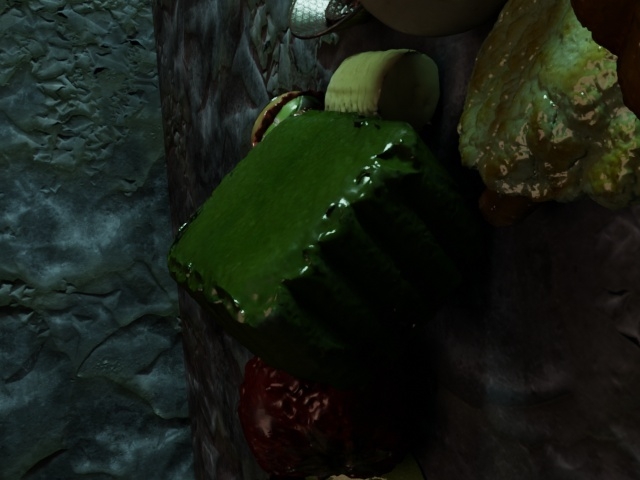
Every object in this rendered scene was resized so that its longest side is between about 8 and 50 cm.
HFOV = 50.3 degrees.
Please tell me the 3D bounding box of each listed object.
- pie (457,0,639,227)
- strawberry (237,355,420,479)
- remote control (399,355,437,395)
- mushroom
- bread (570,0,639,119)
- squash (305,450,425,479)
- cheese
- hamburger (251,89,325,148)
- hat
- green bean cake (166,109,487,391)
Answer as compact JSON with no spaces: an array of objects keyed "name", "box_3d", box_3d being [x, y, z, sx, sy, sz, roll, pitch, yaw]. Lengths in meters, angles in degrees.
[{"name":"pie","box_3d":[0.225,-0.150,0.625,0.274,0.105,0.257,168,105,-67]},{"name":"strawberry","box_3d":[0.006,0.229,1.020,0.220,0.274,0.274,-98,18,-47]},{"name":"remote control","box_3d":[0.143,0.196,1.007,0.091,0.016,0.034,33,142,62]},{"name":"mushroom","box_3d":[0.122,-0.337,0.732,0.226,0.178,0.226,24,144,19]},{"name":"bread","box_3d":[0.261,-0.147,0.366,0.135,0.246,0.232,95,169,-64]},{"name":"squash","box_3d":[0.099,0.392,1.154,0.260,0.189,0.189,6,104,30]},{"name":"cheese","box_3d":[0.083,-0.201,0.939,0.167,0.094,0.123,25,93,62]},{"name":"hamburger","box_3d":[-0.024,-0.159,1.143,0.137,0.175,0.175,45,137,38]},{"name":"hat","box_3d":[0.047,-0.359,1.031,0.193,0.082,0.193,-26,45,29]},{"name":"green bean cake","box_3d":[0.000,0.000,0.881,0.218,0.335,0.319,50,169,-30]}]
